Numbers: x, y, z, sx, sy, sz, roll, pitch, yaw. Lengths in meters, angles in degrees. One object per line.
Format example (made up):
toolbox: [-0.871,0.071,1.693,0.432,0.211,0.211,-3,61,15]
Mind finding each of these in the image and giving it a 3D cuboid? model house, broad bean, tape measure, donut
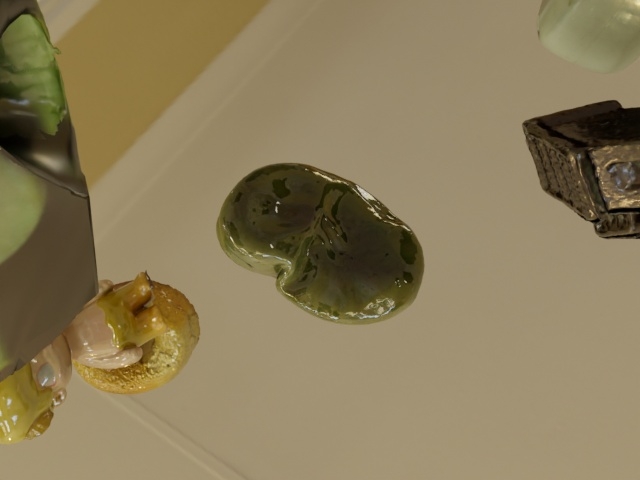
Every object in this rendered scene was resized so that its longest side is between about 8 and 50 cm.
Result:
model house: [0.241,-0.043,0.785,0.152,0.165,0.106,3,-136,39]
broad bean: [0.001,-0.001,0.962,0.072,0.207,0.153,130,-22,-68]
tape measure: [0.295,-0.299,0.913,0.125,0.243,0.246,26,-125,2]
donut: [-0.247,0.133,1.288,0.178,0.162,0.065,-26,-151,13]

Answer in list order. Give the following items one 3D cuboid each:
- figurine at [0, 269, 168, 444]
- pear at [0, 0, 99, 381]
figurine: [-0.272,0.108,0.948,0.246,0.131,0.156,-20,-102,-15]
pear: [-0.304,-0.062,0.441,0.399,0.399,0.165,-26,-127,9]
